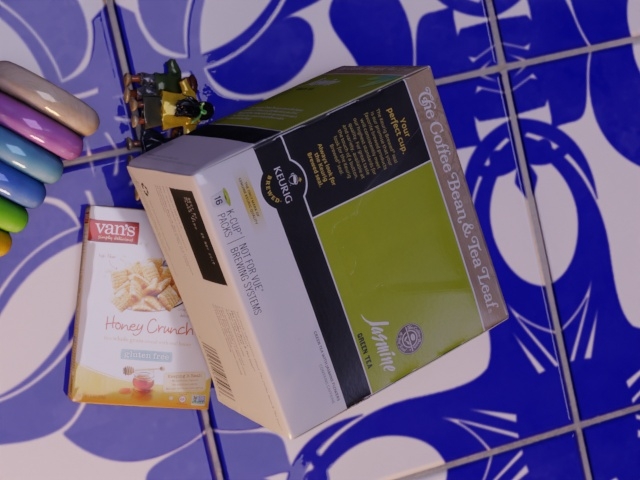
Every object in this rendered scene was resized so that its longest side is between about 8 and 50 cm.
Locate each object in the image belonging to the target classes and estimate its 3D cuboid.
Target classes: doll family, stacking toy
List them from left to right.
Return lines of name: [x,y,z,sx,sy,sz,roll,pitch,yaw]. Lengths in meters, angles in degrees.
stacking toy: [-0.393,-0.037,1.603,0.141,0.141,0.330,30,86,-15]
doll family: [-0.177,-0.127,1.696,0.111,0.076,0.193,-3,97,-21]

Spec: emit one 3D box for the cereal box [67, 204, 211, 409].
cereal box: [-0.212,0.082,1.698,0.173,0.047,0.240,5,90,-17]

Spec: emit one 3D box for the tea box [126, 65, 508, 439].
tea box: [0.000,0.000,1.632,0.323,0.220,0.329,-25,107,-22]
